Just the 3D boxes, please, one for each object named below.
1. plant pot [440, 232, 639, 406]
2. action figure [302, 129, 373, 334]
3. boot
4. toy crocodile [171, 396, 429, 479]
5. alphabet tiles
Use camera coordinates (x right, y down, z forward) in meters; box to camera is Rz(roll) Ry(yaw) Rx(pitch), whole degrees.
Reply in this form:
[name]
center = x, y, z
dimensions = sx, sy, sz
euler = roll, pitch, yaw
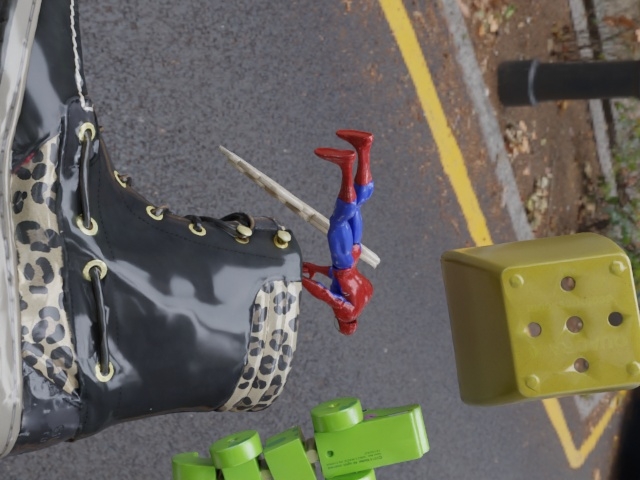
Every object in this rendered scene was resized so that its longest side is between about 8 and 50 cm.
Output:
[plant pot]
center = 0.278, 0.097, 0.797
dimensions = 0.187, 0.212, 0.212
euler = 69, 14, -84
[action figure]
center = 0.000, 0.000, 0.829
dimensions = 0.091, 0.139, 0.280
euler = -46, 139, -48
[boot]
center = -0.155, -0.022, 0.540
dimensions = 0.284, 0.138, 0.377
euler = 11, 70, -45
[toy crocodile]
center = -0.030, 0.280, 0.843
dimensions = 0.105, 0.341, 0.115
euler = -94, 167, -88
[alphabet tiles]
center = -0.032, -0.050, 1.014
dimensions = 0.021, 0.284, 0.278
euler = -55, 139, 3
